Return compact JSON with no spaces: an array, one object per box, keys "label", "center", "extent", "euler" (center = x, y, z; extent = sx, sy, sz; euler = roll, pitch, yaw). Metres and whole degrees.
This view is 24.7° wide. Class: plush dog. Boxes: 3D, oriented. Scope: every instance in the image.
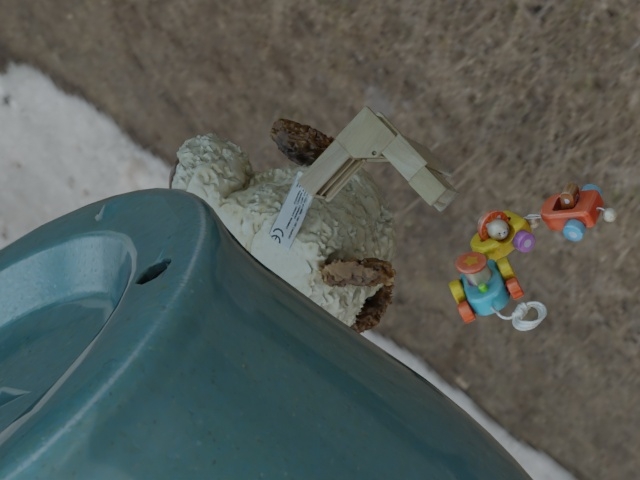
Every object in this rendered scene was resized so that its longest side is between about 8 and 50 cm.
[{"label":"plush dog","center":[0.000,0.000,1.383],"extent":[0.210,0.225,0.262],"euler":[-8,106,25]}]

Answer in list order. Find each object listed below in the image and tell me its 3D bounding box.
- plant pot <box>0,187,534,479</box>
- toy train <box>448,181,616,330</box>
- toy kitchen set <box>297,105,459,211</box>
[{"label":"plant pot","center":[-0.041,0.132,0.469],"extent":[0.271,0.271,0.255],"euler":[-11,121,44]},{"label":"toy train","center":[0.177,0.003,1.273],"extent":[0.125,0.166,0.046],"euler":[0,133,41]},{"label":"toy kitchen set","center":[0.047,-0.038,1.033],"extent":[0.075,0.068,0.083],"euler":[-46,72,12]}]
